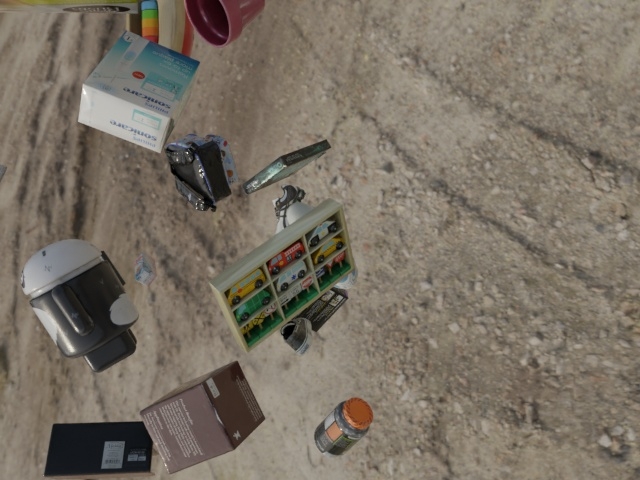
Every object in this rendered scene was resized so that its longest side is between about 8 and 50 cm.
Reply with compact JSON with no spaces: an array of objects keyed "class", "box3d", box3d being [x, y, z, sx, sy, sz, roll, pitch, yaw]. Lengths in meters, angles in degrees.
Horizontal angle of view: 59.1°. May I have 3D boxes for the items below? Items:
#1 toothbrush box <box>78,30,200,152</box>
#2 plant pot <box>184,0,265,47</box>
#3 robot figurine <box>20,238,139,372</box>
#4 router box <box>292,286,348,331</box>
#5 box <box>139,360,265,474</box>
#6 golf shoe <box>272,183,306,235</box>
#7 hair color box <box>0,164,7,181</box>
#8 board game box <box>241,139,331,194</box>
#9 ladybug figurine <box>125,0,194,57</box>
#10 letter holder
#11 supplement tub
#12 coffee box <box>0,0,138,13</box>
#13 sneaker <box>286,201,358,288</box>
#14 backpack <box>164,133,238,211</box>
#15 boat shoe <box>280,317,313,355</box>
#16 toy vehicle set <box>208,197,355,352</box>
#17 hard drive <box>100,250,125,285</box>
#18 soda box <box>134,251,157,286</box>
[{"class":"toothbrush box","box3d":[-0.468,-0.394,1.481,0.295,0.217,0.126,-80,16,-44]},{"class":"plant pot","box3d":[-0.272,-0.703,1.676,0.180,0.201,0.201,-41,30,-29]},{"class":"robot figurine","box3d":[-0.495,0.134,1.172,0.209,0.173,0.278,-20,103,37]},{"class":"router box","box3d":[-0.013,0.214,1.896,0.179,0.133,0.046,-48,29,19]},{"class":"box","box3d":[-0.278,0.418,1.344,0.203,0.167,0.168,-27,87,21]},{"class":"golf shoe","box3d":[-0.124,-0.090,1.836,0.198,0.094,0.077,-68,11,-10]},{"class":"hair color box","box3d":[-1.058,-0.085,1.586,0.114,0.185,0.374,-30,44,40]},{"class":"board game box","box3d":[-0.069,-0.157,1.198,0.126,0.186,0.026,-30,92,36]},{"class":"ladybug figurine","box3d":[-0.556,-0.754,1.988,0.305,0.162,0.448,15,105,40]},{"class":"letter holder","box3d":[-0.665,0.666,1.768,0.214,0.302,0.151,102,166,-60]},{"class":"supplement tub","box3d":[0.070,0.551,1.666,0.190,0.117,0.117,-55,44,37]},{"class":"coffee box","box3d":[-0.531,-0.619,1.055,0.334,0.338,0.337,-141,47,-68]},{"class":"sneaker","box3d":[0.000,0.000,1.199,0.085,0.086,0.237,-37,63,0]},{"class":"backpack","box3d":[-0.452,-0.284,2.117,0.264,0.213,0.276,20,131,36]},{"class":"boat shoe","box3d":[-0.070,0.248,1.557,0.077,0.070,0.219,-53,10,-1]},{"class":"toy vehicle set","box3d":[-0.057,0.061,1.000,0.267,0.165,0.035,-36,46,-22]},{"class":"hard drive","box3d":[-0.713,0.099,1.856,0.094,0.135,0.022,-10,29,28]},{"class":"soda box","box3d":[-0.681,0.110,2.193,0.058,0.063,0.183,-52,26,4]}]
